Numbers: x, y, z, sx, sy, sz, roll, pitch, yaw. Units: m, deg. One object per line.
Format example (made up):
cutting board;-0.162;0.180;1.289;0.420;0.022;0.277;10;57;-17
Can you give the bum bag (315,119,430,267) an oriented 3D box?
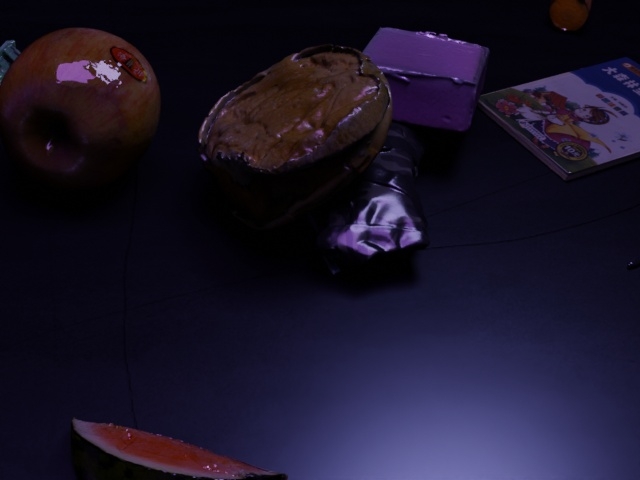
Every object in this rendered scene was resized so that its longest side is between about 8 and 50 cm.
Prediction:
bum bag;0.077;-0.079;1.719;0.144;0.095;0.340;3;36;3

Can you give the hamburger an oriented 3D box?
hamburger;-0.027;-0.136;1.676;0.265;0.134;0.285;-28;34;2

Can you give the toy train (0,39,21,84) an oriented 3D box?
toy train;-0.487;-0.221;1.815;0.149;0.081;0.099;-22;48;-31

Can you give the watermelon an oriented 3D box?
watermelon;-0.161;0.239;1.326;0.245;0.063;0.119;11;20;12

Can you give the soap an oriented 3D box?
soap;0.148;-0.240;1.879;0.181;0.081;0.259;11;23;6

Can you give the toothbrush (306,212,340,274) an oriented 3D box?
toothbrush;0.000;0.000;1.672;0.013;0.011;0.131;-17;44;-8

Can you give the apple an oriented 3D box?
apple;-0.316;-0.173;1.685;0.211;0.211;0.188;13;37;7

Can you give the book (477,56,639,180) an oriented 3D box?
book;0.429;-0.197;1.973;0.322;0.018;0.228;-19;46;-28

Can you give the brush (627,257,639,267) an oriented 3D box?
brush;0.441;0.021;1.714;0.083;0.008;0.024;-21;48;-30

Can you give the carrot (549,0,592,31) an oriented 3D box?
carrot;0.443;-0.434;2.236;0.072;0.072;0.205;14;33;9
